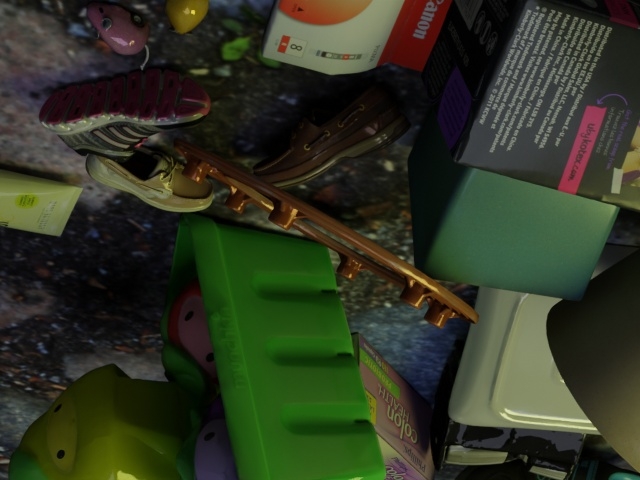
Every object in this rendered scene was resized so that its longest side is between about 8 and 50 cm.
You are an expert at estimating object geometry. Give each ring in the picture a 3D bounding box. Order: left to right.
[{"bbox_3d":[0.000,0.000,1.330,0.337,0.032,0.336,29,177,2],"label":"ring"}]

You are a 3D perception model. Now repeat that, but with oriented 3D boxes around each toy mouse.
[{"bbox_3d":[-0.173,-0.207,1.234,0.143,0.031,0.161,13,143,-15],"label":"toy mouse"}]

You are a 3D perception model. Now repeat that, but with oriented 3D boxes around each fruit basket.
[{"bbox_3d":[-0.152,0.187,1.494,0.392,0.392,0.283,7,144,-7],"label":"fruit basket"}]

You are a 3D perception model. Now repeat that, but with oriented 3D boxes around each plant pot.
[{"bbox_3d":[0.193,-0.091,1.272,0.165,0.165,0.234,9,136,-9],"label":"plant pot"},{"bbox_3d":[0.399,0.069,1.308,0.256,0.256,0.274,26,121,-30],"label":"plant pot"}]

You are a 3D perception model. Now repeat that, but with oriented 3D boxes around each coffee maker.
[{"bbox_3d":[0.238,0.217,1.726,0.178,0.120,0.171,6,143,-6],"label":"coffee maker"}]

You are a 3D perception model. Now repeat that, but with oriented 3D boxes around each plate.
[{"bbox_3d":[0.305,0.126,1.590,0.277,0.045,0.278,6,124,-4],"label":"plate"}]

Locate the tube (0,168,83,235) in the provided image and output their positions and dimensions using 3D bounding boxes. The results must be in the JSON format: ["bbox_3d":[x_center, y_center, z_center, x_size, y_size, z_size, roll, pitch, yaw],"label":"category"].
[{"bbox_3d":[-0.373,-0.053,1.439,0.240,0.062,0.070,12,-176,-22],"label":"tube"}]

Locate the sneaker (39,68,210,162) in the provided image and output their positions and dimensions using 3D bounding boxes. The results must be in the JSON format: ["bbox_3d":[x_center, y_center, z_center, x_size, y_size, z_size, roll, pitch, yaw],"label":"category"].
[{"bbox_3d":[-0.180,-0.115,1.338,0.170,0.063,0.075,-6,146,16],"label":"sneaker"}]

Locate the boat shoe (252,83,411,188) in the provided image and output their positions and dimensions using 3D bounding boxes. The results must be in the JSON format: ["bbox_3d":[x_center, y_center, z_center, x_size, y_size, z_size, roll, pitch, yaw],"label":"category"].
[{"bbox_3d":[0.003,-0.101,1.358,0.178,0.064,0.060,-22,105,33],"label":"boat shoe"}]

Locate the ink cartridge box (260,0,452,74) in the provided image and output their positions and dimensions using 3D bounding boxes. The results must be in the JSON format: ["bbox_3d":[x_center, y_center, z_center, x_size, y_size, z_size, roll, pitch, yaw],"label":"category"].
[{"bbox_3d":[0.050,-0.196,1.217,0.179,0.045,0.145,17,143,-6],"label":"ink cartridge box"}]

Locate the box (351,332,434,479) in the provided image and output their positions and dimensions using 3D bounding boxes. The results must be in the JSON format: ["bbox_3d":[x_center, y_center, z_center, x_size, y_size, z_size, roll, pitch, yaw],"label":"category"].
[{"bbox_3d":[-0.008,0.243,1.776,0.243,0.117,0.213,-16,140,25],"label":"box"}]

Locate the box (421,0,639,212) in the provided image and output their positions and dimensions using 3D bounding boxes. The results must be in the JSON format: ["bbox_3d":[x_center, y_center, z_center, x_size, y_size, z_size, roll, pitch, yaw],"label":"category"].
[{"bbox_3d":[0.235,-0.121,1.067,0.270,0.165,0.143,14,118,-14],"label":"box"}]

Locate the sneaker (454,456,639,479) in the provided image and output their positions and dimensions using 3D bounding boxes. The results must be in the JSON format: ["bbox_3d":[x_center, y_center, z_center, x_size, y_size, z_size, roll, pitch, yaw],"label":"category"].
[{"bbox_3d":[0.298,0.336,1.797,0.341,0.125,0.140,-6,180,-41],"label":"sneaker"}]

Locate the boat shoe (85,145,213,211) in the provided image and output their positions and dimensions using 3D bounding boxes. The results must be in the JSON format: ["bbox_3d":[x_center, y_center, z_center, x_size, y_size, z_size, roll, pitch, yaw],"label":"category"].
[{"bbox_3d":[-0.169,-0.067,1.412,0.135,0.050,0.045,15,147,-17],"label":"boat shoe"}]
